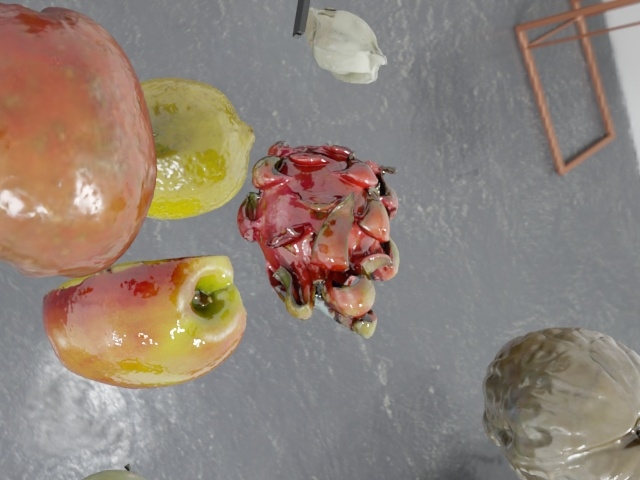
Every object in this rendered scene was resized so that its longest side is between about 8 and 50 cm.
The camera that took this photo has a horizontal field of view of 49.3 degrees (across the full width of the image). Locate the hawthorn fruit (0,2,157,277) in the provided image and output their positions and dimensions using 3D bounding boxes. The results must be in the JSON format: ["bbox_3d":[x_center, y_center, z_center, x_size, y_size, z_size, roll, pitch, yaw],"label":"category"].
[{"bbox_3d":[-0.301,-0.095,0.691,0.284,0.284,0.284,-2,94,-29],"label":"hawthorn fruit"}]

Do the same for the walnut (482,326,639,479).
[{"bbox_3d":[0.248,0.173,0.706,0.178,0.230,0.178,1,82,-10],"label":"walnut"}]

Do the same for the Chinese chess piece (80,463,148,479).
[{"bbox_3d":[-0.374,0.518,1.229,0.238,0.092,0.237,-15,108,-53],"label":"Chinese chess piece"}]

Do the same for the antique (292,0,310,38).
[{"bbox_3d":[-0.026,-0.464,1.287,0.015,0.031,0.192,15,75,-28],"label":"antique"}]

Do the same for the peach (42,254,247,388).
[{"bbox_3d":[-0.346,0.160,1.311,0.306,0.380,0.242,-8,90,-43],"label":"peach"}]

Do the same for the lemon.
[{"bbox_3d":[-0.268,-0.157,1.223,0.311,0.253,0.253,-4,96,1],"label":"lemon"}]

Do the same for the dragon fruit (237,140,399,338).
[{"bbox_3d":[0.002,-0.018,1.015,0.228,0.307,0.243,2,104,-18],"label":"dragon fruit"}]

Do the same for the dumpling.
[{"bbox_3d":[0.045,-0.388,1.417,0.199,0.136,0.118,36,50,15],"label":"dumpling"}]
